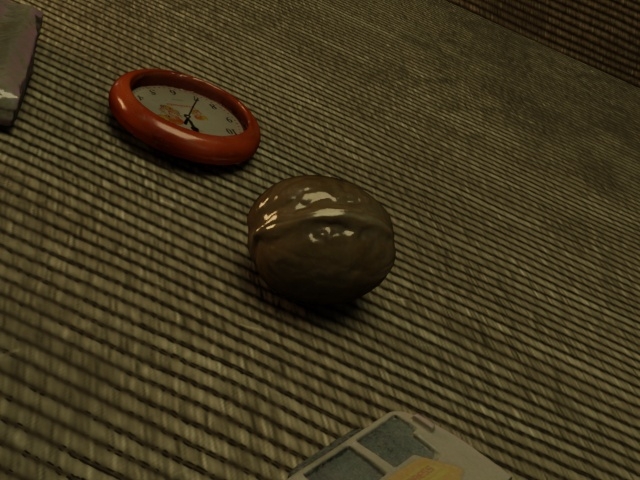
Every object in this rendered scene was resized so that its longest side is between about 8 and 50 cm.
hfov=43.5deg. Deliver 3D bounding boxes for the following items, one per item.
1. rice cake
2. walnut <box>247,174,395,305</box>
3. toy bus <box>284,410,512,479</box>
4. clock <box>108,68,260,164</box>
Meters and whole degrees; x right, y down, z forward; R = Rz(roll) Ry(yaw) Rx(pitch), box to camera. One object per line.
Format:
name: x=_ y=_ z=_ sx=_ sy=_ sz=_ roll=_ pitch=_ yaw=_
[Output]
rice cake: x=-0.415 y=-0.236 z=1.010 sx=0.106 sy=0.050 sz=0.298 roll=12 pitch=32 yaw=-20
walnut: x=0.001 y=0.000 z=0.850 sx=0.162 sy=0.140 sz=0.140 roll=12 pitch=31 yaw=-38
toy bus: x=-0.003 y=0.231 z=0.531 sx=0.138 sy=0.097 sz=0.342 roll=33 pitch=32 yaw=28
clock: x=-0.177 y=-0.162 z=1.057 sx=0.205 sy=0.051 sz=0.205 roll=18 pitch=30 yaw=-11
